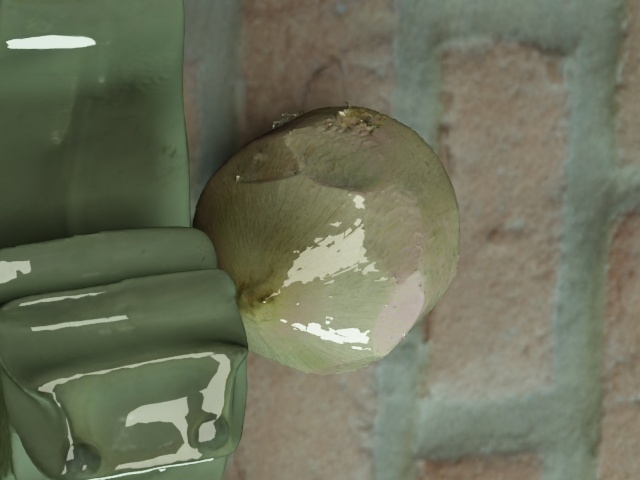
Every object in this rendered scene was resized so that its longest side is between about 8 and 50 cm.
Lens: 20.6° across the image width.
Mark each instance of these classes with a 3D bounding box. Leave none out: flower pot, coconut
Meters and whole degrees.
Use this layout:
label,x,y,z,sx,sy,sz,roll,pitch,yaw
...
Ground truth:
label,x,y,z,sx,sy,sz,roll,pitch,yaw
flower pot,-0.150,-0.029,1.026,0.164,0.254,0.368,-10,99,-21
coconut,0.000,0.000,1.122,0.183,0.171,0.171,-34,114,-60
